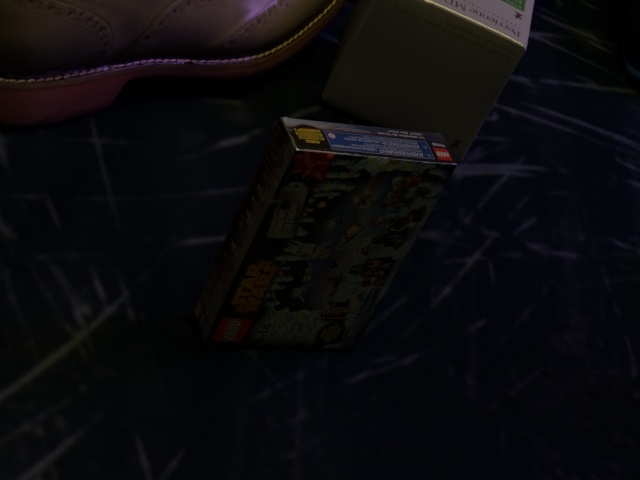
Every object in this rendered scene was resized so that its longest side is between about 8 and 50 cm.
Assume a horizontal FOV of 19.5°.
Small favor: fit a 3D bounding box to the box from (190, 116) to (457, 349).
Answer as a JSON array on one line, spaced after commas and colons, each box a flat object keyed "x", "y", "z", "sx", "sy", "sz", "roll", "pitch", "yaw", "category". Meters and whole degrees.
[{"x": 0.000, "y": 0.000, "z": 0.953, "sx": 0.094, "sy": 0.137, "sz": 0.027, "roll": 4, "pitch": 41, "yaw": -28, "category": "box"}]

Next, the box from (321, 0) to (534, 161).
[{"x": 0.069, "y": -0.126, "z": 1.183, "sx": 0.101, "sy": 0.102, "sz": 0.087, "roll": 24, "pitch": 38, "yaw": -7, "category": "box"}]

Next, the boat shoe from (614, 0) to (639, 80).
[{"x": 0.279, "y": -0.207, "z": 1.428, "sx": 0.109, "sy": 0.089, "sz": 0.258, "roll": 15, "pitch": 37, "yaw": -17, "category": "boat shoe"}]

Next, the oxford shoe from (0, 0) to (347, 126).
[{"x": -0.080, "y": -0.172, "z": 1.105, "sx": 0.123, "sy": 0.130, "sz": 0.348, "roll": 41, "pitch": 42, "yaw": 19, "category": "oxford shoe"}]
